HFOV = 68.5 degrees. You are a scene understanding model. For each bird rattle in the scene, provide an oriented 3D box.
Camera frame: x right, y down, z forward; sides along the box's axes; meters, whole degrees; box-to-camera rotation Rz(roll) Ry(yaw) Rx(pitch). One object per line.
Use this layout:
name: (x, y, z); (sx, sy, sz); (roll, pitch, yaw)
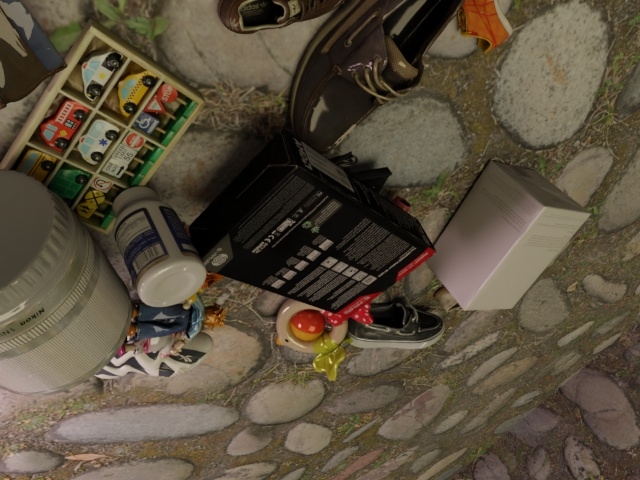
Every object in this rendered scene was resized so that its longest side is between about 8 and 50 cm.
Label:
bird rattle: (0.004, 0.192, 1.062); (0.206, 0.143, 0.254); (11, 129, -7)

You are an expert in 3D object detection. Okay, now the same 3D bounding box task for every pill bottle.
pill bottle: (-0.237, 0.003, 0.672); (0.094, 0.169, 0.094); (-25, 148, -17)

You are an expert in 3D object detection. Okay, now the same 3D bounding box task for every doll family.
doll family: (-0.240, 0.103, 0.800); (0.163, 0.118, 0.263); (1, 106, -39)

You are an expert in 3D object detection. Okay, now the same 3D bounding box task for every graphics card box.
graphics card box: (0.000, 0.000, 0.791); (0.233, 0.094, 0.371); (-41, 139, 24)

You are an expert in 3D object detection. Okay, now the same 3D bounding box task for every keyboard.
keyboard: (-0.023, -0.092, 0.821); (0.317, 0.033, 0.201); (-13, 159, -20)

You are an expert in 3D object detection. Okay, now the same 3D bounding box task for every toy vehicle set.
toy vehicle set: (-0.304, -0.139, 0.650); (0.166, 0.035, 0.267); (26, 114, -43)

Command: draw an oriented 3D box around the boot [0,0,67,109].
boot: (-0.367, -0.253, 0.486); (0.106, 0.082, 0.219); (-33, 128, -19)

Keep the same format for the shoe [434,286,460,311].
shoe: (0.419, 0.152, 1.306); (0.219, 0.058, 0.077); (-10, 134, -21)

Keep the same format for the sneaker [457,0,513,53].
sneaker: (0.241, -0.356, 0.733); (0.067, 0.064, 0.175); (-38, 135, 23)

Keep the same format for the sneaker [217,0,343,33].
sneaker: (-0.036, -0.306, 0.616); (0.188, 0.071, 0.066); (-22, 137, -9)

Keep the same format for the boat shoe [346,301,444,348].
boat shoe: (0.206, 0.208, 1.214); (0.301, 0.108, 0.102); (4, 129, -23)

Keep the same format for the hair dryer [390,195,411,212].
hair dryer: (0.053, 0.003, 0.937); (0.293, 0.080, 0.224); (-28, 145, -5)

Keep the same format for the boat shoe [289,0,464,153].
boat shoe: (0.077, -0.268, 0.670); (0.132, 0.130, 0.355); (14, 122, -37)

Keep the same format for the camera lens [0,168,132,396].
camera lens: (-0.395, 0.068, 0.629); (0.219, 0.219, 0.274); (-18, 148, -13)

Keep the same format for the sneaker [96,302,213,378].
sneaker: (-0.319, 0.186, 0.902); (0.234, 0.094, 0.153); (3, 137, -18)

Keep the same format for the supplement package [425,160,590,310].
supplement package: (0.410, -0.003, 1.070); (0.177, 0.175, 0.293); (4, 127, -33)
